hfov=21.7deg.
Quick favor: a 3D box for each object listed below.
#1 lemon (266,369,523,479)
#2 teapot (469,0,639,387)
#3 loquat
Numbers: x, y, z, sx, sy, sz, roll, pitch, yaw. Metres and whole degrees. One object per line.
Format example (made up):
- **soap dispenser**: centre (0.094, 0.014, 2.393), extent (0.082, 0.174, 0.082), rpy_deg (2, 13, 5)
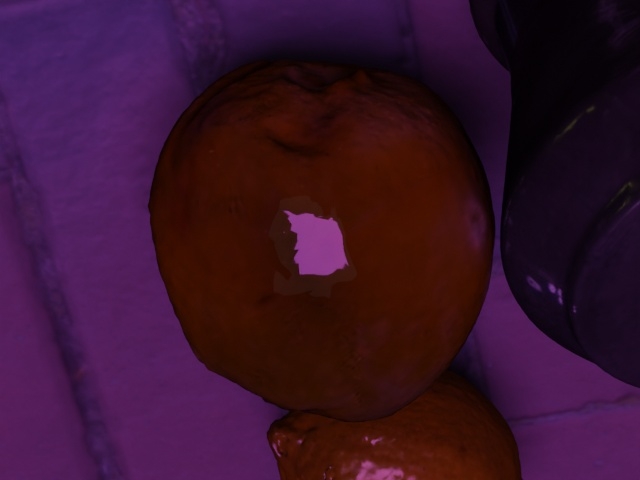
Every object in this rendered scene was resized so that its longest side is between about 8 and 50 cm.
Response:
- **lemon**: centre (0.070, 0.196, 1.443), extent (0.256, 0.188, 0.188), rpy_deg (21, 115, -19)
- **teapot**: centre (0.246, -0.125, 1.162), extent (0.305, 0.362, 0.376), rpy_deg (-12, 136, -2)
- **loquat**: centre (0.000, 0.000, 1.294), extent (0.276, 0.276, 0.284), rpy_deg (7, 104, -5)
